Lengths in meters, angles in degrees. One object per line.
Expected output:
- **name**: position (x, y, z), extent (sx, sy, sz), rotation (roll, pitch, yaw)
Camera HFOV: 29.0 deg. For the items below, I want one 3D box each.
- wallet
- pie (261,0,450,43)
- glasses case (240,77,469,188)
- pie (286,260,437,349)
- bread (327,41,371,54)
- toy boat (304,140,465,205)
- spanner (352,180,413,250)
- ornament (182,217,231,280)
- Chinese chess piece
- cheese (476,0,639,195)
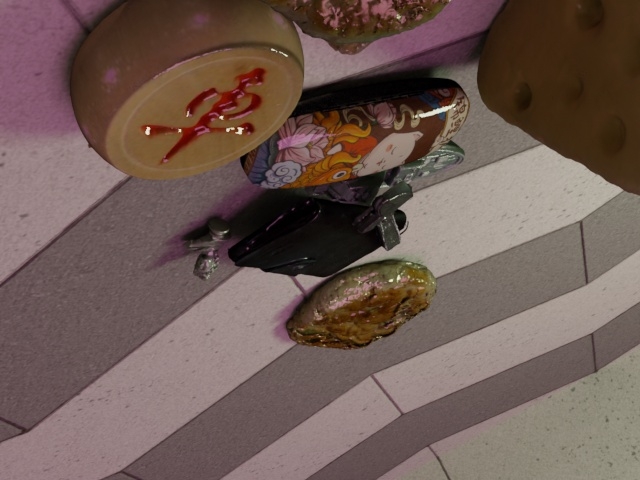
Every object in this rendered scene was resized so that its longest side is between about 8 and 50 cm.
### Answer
- **wallet**: position (0.000, 0.000, 1.801), extent (0.172, 0.045, 0.318), rotation (-33, 163, 20)
- **pie**: position (0.029, -0.326, 1.070), extent (0.297, 0.078, 0.371), rotation (4, 138, -15)
- **glasses case**: position (0.048, -0.137, 1.566), extent (0.321, 0.082, 0.122), rotation (-14, 149, -29)
- **pie**: position (0.072, 0.116, 2.138), extent (0.274, 0.055, 0.274), rotation (-18, 154, -9)
- **bread**: position (0.081, -0.327, 1.288), extent (0.240, 0.135, 0.178), rotation (-44, -175, 31)
- **toy boat**: position (0.096, -0.098, 1.691), extent (0.261, 0.085, 0.078), rotation (-11, 151, -34)
- **spanner**: position (0.094, -0.026, 1.749), extent (0.093, 0.026, 0.325), rotation (-35, 168, -1)
- **ornament**: position (-0.152, 0.007, 1.699), extent (0.068, 0.041, 0.092), rotation (-28, 147, -13)
- **Chinese chess piece**: position (-0.136, -0.165, 1.296), extent (0.251, 0.097, 0.251), rotation (-22, 156, -11)
- **cheese**: position (0.357, -0.204, 1.432), extent (0.104, 0.384, 0.384), rotation (-7, 149, -29)
